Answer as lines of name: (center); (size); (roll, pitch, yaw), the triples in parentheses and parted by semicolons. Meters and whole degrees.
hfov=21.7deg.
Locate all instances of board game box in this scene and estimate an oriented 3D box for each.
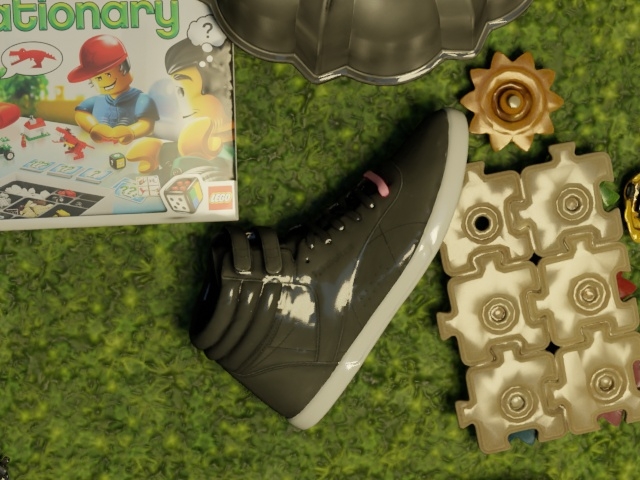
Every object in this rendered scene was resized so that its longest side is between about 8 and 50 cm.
board game box: (-0.219, -0.107, 1.327); (0.305, 0.053, 0.193); (-3, 99, -10)

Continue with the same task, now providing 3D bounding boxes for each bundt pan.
bundt pan: (0.033, -0.286, 1.254); (0.331, 0.124, 0.331); (0, 84, 0)

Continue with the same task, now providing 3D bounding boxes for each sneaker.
sneaker: (0.000, 0.000, 1.356); (0.147, 0.104, 0.295); (29, 98, -18)

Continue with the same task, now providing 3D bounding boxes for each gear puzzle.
gear puzzle: (0.173, 0.006, 1.426); (0.175, 0.044, 0.339); (-12, 98, -4)

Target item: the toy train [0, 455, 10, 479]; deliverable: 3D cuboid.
toy train: (-0.311, 0.239, 1.385); (0.036, 0.027, 0.158); (37, 92, -3)

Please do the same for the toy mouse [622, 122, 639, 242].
toy mouse: (0.327, -0.016, 1.451); (0.143, 0.031, 0.161); (6, 99, -11)
